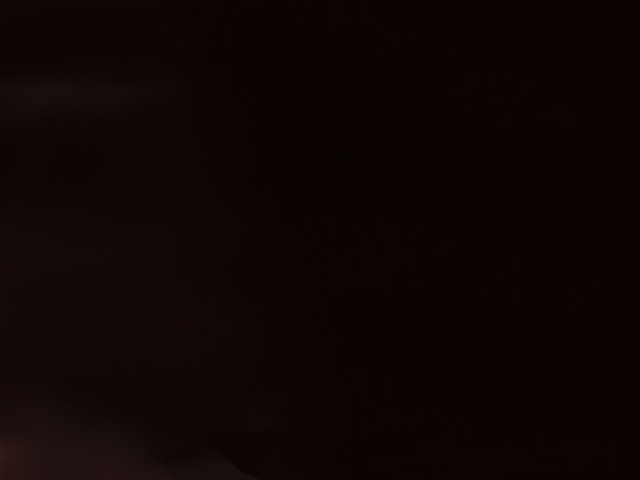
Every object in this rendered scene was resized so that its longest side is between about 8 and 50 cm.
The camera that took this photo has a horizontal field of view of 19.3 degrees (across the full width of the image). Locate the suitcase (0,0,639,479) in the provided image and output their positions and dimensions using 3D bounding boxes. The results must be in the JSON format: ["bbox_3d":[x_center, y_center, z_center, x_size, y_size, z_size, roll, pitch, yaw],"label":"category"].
[{"bbox_3d":[0.000,0.000,0.434,0.194,0.283,0.434,130,125,-68],"label":"suitcase"}]
